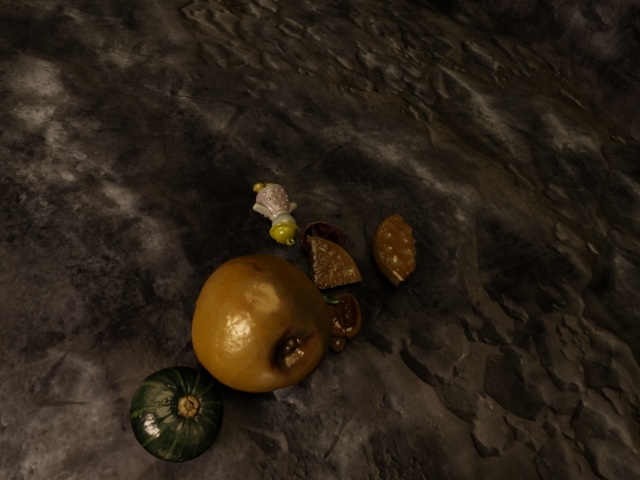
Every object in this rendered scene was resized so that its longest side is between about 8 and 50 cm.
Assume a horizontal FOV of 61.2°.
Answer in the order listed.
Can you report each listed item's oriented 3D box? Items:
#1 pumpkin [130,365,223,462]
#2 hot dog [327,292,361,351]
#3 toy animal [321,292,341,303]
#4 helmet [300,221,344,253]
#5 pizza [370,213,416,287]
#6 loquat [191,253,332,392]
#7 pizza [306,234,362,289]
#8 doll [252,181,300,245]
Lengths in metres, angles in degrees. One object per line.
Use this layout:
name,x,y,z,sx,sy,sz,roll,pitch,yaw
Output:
pumpkin,-0.254,0.305,0.965,0.167,0.125,0.167,9,69,-25
hot dog,0.048,0.183,1.221,0.089,0.060,0.140,2,43,-12
toy animal,-0.061,0.109,1.236,0.216,0.075,0.041,28,47,0
helmet,0.000,0.000,1.362,0.111,0.057,0.089,13,84,-11
pizza,0.188,0.025,1.401,0.127,0.058,0.247,4,48,-14
loquat,-0.122,0.160,1.059,0.274,0.275,0.275,9,48,-10
pizza,0.021,0.069,1.306,0.178,0.041,0.131,30,66,-12
doll,-0.108,-0.071,1.372,0.129,0.081,0.207,-2,53,-36
